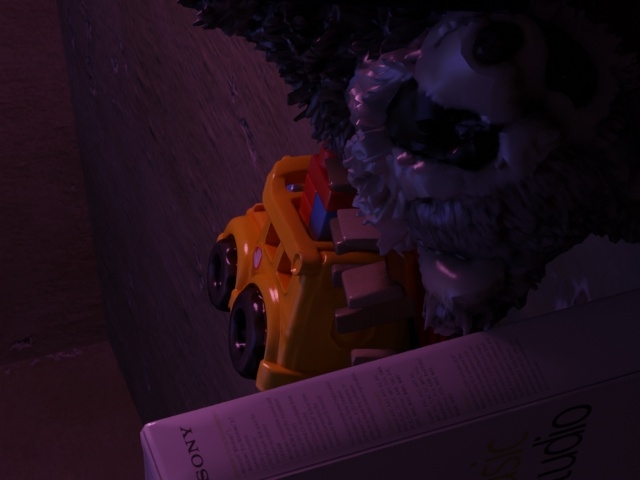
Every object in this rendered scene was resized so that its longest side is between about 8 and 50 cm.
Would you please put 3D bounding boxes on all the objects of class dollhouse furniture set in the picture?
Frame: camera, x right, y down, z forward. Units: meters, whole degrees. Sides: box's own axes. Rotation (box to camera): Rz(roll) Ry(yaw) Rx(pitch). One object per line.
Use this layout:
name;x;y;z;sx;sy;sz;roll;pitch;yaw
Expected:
dollhouse furniture set;0.090;0.097;1.407;0.259;0.135;0.262;-102;7;-58

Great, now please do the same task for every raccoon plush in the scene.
raccoon plush;0.102;-0.084;1.157;0.299;0.216;0.446;60;-168;13

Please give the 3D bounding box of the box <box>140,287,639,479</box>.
box;0.063;0.140;1.043;0.232;0.322;0.058;94;158;-53

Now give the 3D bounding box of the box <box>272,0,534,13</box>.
box;-0.035;-0.285;0.943;0.182;0.296;0.294;96;176;-54

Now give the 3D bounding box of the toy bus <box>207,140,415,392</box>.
toy bus;0.000;0.000;1.607;0.220;0.149;0.211;-117;32;-54
